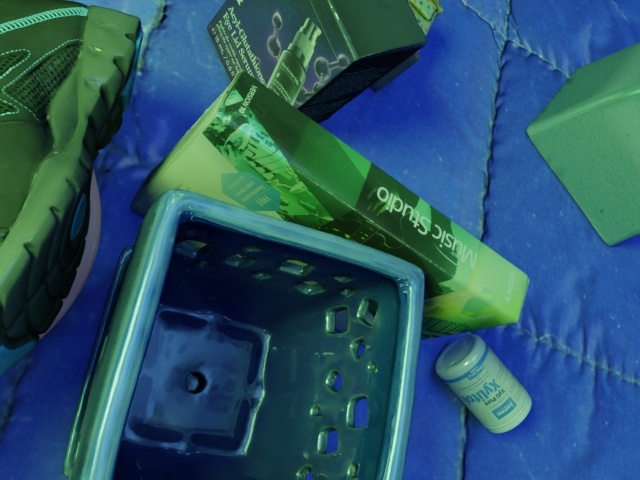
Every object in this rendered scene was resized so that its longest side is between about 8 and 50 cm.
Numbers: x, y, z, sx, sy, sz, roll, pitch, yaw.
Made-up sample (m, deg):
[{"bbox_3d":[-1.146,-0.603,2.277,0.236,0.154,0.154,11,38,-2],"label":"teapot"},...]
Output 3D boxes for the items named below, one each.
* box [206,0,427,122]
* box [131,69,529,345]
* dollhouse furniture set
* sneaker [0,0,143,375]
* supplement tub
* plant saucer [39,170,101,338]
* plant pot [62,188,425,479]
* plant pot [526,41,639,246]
[{"bbox_3d":[-0.012,-0.224,0.690,0.108,0.207,0.153,-24,88,-36],"label":"box"},{"bbox_3d":[0.000,0.000,0.610,0.322,0.232,0.058,31,62,-20],"label":"box"},{"bbox_3d":[0.075,-0.328,0.844,0.161,0.101,0.181,36,59,-18],"label":"dollhouse furniture set"},{"bbox_3d":[-0.227,-0.056,0.449,0.140,0.125,0.340,14,46,-15],"label":"sneaker"},{"bbox_3d":[0.198,0.174,0.778,0.107,0.071,0.071,48,56,-9],"label":"supplement tub"},{"bbox_3d":[-0.335,-0.035,0.462,0.332,0.084,0.332,25,48,-31],"label":"plant saucer"},{"bbox_3d":[-0.076,0.115,0.528,0.236,0.212,0.235,19,72,-26],"label":"plant pot"},{"bbox_3d":[0.537,-0.182,0.998,0.247,0.252,0.247,51,55,-9],"label":"plant pot"}]
